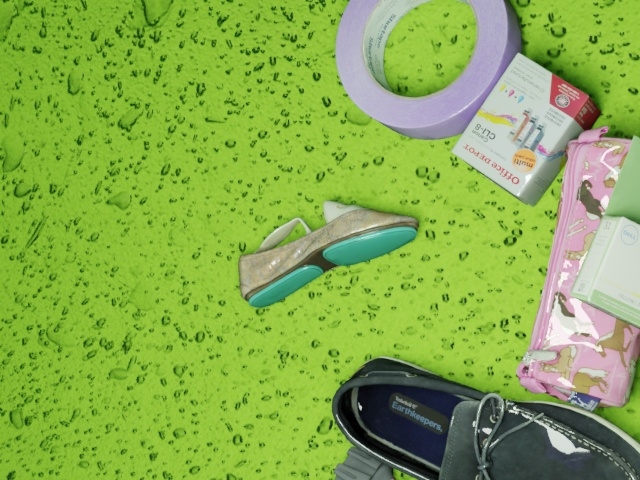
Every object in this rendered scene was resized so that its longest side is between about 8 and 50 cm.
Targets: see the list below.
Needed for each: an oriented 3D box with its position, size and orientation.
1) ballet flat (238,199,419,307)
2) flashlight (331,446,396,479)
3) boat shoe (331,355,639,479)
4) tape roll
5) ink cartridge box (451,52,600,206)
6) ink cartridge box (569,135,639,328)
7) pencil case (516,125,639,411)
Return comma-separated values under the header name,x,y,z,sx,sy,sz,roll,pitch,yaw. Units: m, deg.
name,x,y,z,sx,sy,sz,roll,pitch,yaw
ballet flat,0.000,0.000,1.749,0.316,0.107,0.106,-24,64,16
flashlight,0.167,0.402,1.660,0.304,0.103,0.103,25,99,24
boat shoe,0.232,0.295,1.568,0.500,0.156,0.187,18,100,29
tape roll,0.165,-0.297,1.704,0.275,0.090,0.274,-4,81,24
ink cartridge box,0.302,-0.158,1.636,0.128,0.127,0.176,36,99,20
ink cartridge box,0.450,0.001,1.476,0.171,0.056,0.235,25,87,-19
pencil case,0.391,0.041,1.567,0.160,0.167,0.386,13,89,24
